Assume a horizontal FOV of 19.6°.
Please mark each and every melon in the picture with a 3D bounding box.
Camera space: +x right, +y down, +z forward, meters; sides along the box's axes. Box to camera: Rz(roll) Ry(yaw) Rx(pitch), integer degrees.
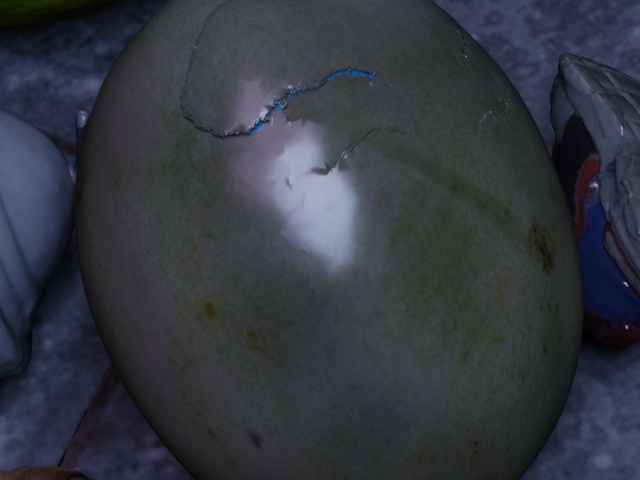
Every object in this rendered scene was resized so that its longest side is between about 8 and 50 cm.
[{"bbox_3d":[0.000,0.000,1.012,0.268,0.268,0.330,-26,93,-5],"label":"melon"}]

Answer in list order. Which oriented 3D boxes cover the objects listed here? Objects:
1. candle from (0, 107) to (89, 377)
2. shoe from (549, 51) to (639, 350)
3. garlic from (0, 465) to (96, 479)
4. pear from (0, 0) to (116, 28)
[{"bbox_3d":[-0.289,0.007,1.099,0.342,0.221,0.221,-16,62,-3],"label":"candle"},{"bbox_3d":[0.175,-0.013,1.115,0.099,0.125,0.227,18,34,-20],"label":"shoe"},{"bbox_3d":[-0.204,0.208,1.038,0.128,0.115,0.207,-6,59,13],"label":"garlic"},{"bbox_3d":[-0.221,-0.322,1.184,0.391,0.391,0.391,-4,62,7],"label":"pear"}]
